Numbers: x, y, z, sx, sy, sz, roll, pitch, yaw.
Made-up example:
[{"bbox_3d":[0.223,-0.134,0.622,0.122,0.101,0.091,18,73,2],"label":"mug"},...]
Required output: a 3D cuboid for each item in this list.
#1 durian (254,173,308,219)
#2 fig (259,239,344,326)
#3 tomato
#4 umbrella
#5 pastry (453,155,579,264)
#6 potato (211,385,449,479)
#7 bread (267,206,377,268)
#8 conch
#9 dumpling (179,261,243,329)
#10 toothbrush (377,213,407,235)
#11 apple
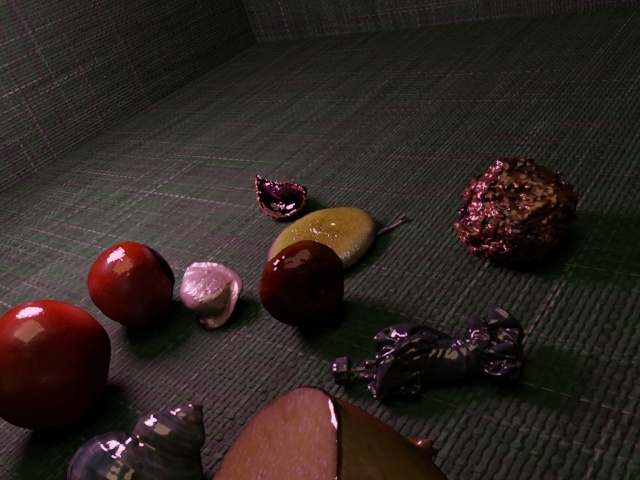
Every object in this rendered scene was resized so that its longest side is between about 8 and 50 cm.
[{"bbox_3d":[-0.101,-0.116,1.776,0.187,0.119,0.108,14,5,26],"label":"durian"},{"bbox_3d":[-0.041,0.094,1.356,0.191,0.190,0.290,-22,-2,-4],"label":"fig"},{"bbox_3d":[-0.450,0.103,1.479,0.184,0.208,0.208,-48,37,-7],"label":"tomato"},{"bbox_3d":[0.184,0.205,1.085,0.349,0.094,0.143,-11,27,17],"label":"umbrella"},{"bbox_3d":[0.408,-0.071,1.302,0.275,0.193,0.275,-12,32,8],"label":"pastry"},{"bbox_3d":[0.024,0.421,0.660,0.385,0.319,0.442,-47,18,44],"label":"potato"},{"bbox_3d":[-0.004,0.003,1.549,0.301,0.045,0.301,-18,31,11],"label":"bread"},{"bbox_3d":[-0.296,0.375,1.019,0.277,0.195,0.220,-47,3,1],"label":"conch"},{"bbox_3d":[-0.253,0.122,1.453,0.150,0.092,0.176,-23,32,-1],"label":"dumpling"},{"bbox_3d":[0.153,-0.019,1.536,0.162,0.017,0.014,-34,29,-16],"label":"toothbrush"},{"bbox_3d":[-0.555,0.254,1.257,0.216,0.260,0.260,4,30,-7],"label":"apple"}]
